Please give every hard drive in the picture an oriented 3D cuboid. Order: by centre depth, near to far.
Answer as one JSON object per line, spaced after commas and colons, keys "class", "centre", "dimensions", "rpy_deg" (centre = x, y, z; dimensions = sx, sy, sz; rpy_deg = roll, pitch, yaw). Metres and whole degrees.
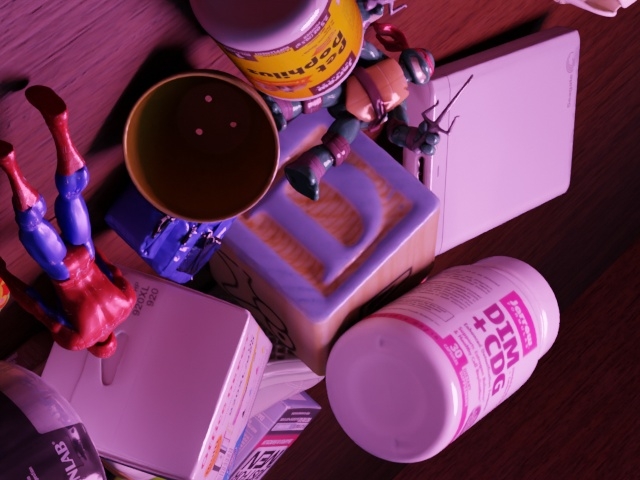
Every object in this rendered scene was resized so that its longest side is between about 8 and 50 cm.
{"class": "hard drive", "centre": [0.223, -0.131, 2.106], "dimensions": [0.353, 0.047, 0.233], "rpy_deg": [-24, 122, -49]}

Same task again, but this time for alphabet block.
{"class": "alphabet block", "centre": [0.000, 0.000, 1.772], "dimensions": [0.193, 0.192, 0.197], "rpy_deg": [-43, 165, -14]}

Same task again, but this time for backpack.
{"class": "backpack", "centre": [-0.129, -0.034, 1.506], "dimensions": [0.120, 0.098, 0.101], "rpy_deg": [-49, 161, 5]}

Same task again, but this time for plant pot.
{"class": "plant pot", "centre": [-0.098, -0.094, 1.426], "dimensions": [0.134, 0.134, 0.095], "rpy_deg": [-54, -172, 20]}

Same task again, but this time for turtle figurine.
{"class": "turtle figurine", "centre": [0.053, -0.149, 1.651], "dimensions": [0.234, 0.175, 0.118], "rpy_deg": [-34, 178, -20]}

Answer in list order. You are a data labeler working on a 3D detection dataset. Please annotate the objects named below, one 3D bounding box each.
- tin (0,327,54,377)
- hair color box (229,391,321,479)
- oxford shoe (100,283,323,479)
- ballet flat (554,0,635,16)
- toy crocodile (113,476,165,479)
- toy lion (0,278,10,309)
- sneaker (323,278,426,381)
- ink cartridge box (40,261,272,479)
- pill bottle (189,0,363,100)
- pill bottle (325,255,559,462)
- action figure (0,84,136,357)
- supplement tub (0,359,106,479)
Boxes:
{"class": "tin", "centre": [-0.309, 0.156, 1.592], "dimensions": [0.189, 0.040, 0.106], "rpy_deg": [-41, 167, -28]}
{"class": "hair color box", "centre": [-0.177, 0.334, 2.236], "dimensions": [0.374, 0.113, 0.185], "rpy_deg": [-49, 165, 5]}
{"class": "oxford shoe", "centre": [-0.098, 0.142, 1.900], "dimensions": [0.449, 0.169, 0.130], "rpy_deg": [-28, 152, -36]}
{"class": "ballet flat", "centre": [0.272, -0.325, 1.740], "dimensions": [0.164, 0.182, 0.483], "rpy_deg": [-52, 165, 8]}
{"class": "toy crocodile", "centre": [-0.155, 0.237, 2.077], "dimensions": [0.340, 0.105, 0.115], "rpy_deg": [-48, 165, -1]}
{"class": "toy lion", "centre": [-0.302, 0.059, 1.390], "dimensions": [0.096, 0.034, 0.100], "rpy_deg": [-55, 165, -3]}
{"class": "sneaker", "centre": [0.065, 0.111, 2.387], "dimensions": [0.135, 0.097, 0.276], "rpy_deg": [-35, 161, -48]}
{"class": "ink cartridge box", "centre": [-0.158, 0.138, 1.580], "dimensions": [0.233, 0.168, 0.171], "rpy_deg": [72, 36, -78]}
{"class": "pill bottle", "centre": [-0.030, -0.187, 1.366], "dimensions": [0.117, 0.117, 0.215], "rpy_deg": [-49, 165, 0]}
{"class": "pill bottle", "centre": [0.143, 0.120, 1.798], "dimensions": [0.283, 0.160, 0.160], "rpy_deg": [-28, 155, -53]}
{"class": "action figure", "centre": [-0.229, -0.013, 1.333], "dimensions": [0.091, 0.139, 0.280], "rpy_deg": [-38, 140, -23]}
{"class": "supplement tub", "centre": [-0.358, 0.253, 1.350], "dimensions": [0.338, 0.207, 0.207], "rpy_deg": [-29, 155, -42]}
